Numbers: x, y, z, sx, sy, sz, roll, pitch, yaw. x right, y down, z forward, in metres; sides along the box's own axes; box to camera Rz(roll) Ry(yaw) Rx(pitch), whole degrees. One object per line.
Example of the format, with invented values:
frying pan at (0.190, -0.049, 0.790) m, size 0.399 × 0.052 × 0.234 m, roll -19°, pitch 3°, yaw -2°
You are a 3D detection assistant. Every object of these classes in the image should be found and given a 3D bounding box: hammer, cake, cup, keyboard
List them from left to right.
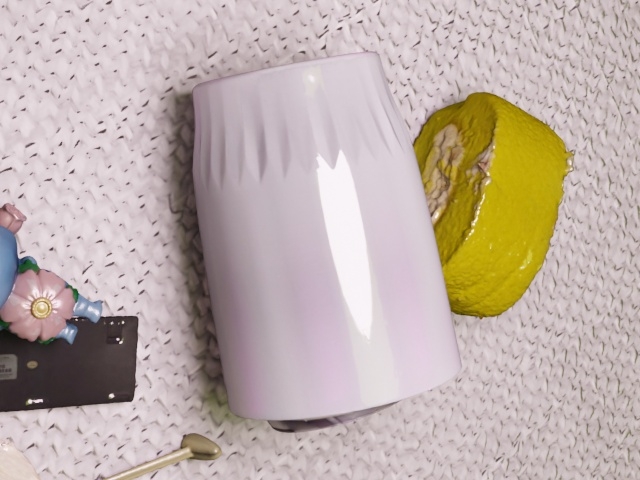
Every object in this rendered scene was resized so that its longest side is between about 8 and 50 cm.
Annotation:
keyboard at (-0.330, 0.121, 1.279) m, size 0.317 × 0.027 × 0.106 m, roll 1°, pitch 94°, yaw -33°
hammer at (-0.197, 0.250, 1.356) m, size 0.195 × 0.060 × 0.028 m, roll -18°, pitch 102°, yaw -27°
cup at (0.000, 0.000, 1.360) m, size 0.253 × 0.253 × 0.371 m, roll -13°, pitch 97°, yaw -32°
cake at (0.187, -0.044, 1.524) m, size 0.156 × 0.179 × 0.260 m, roll 25°, pitch 78°, yaw -32°

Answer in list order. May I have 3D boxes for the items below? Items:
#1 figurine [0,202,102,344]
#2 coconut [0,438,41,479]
figurine at (-0.306, 0.039, 1.244) m, size 0.178 × 0.144 × 0.114 m, roll 28°, pitch 111°, yaw -26°
coconut at (-0.367, 0.372, 1.052) m, size 0.404 × 0.404 × 0.405 m, roll -1°, pitch 92°, yaw -33°
